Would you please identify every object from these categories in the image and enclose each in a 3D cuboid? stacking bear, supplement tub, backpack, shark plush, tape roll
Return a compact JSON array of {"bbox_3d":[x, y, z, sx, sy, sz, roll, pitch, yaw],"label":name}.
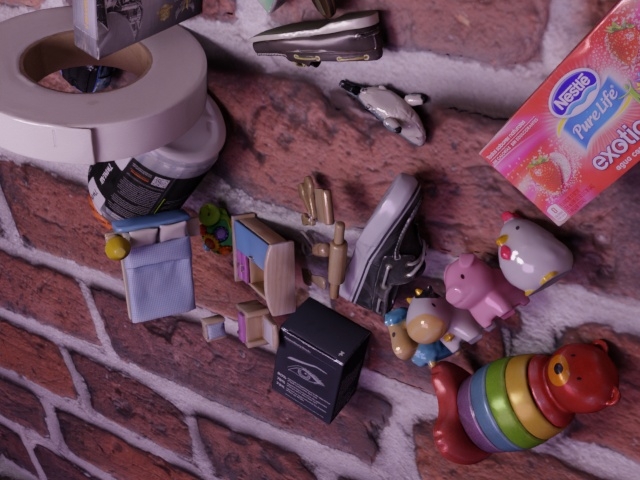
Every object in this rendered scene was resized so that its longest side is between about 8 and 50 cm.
[{"bbox_3d":[0.343,0.251,1.265,0.164,0.176,0.289,30,137,-32],"label":"stacking bear"},{"bbox_3d":[-0.319,-0.145,1.462,0.193,0.193,0.316,47,138,-1],"label":"supplement tub"},{"bbox_3d":[-0.438,-0.343,1.485,0.105,0.084,0.114,38,133,10],"label":"backpack"},{"bbox_3d":[0.090,-0.196,1.193,0.161,0.073,0.067,23,164,18],"label":"shark plush"},{"bbox_3d":[-0.377,-0.265,1.267,0.392,0.392,0.072,28,136,20],"label":"tape roll"}]

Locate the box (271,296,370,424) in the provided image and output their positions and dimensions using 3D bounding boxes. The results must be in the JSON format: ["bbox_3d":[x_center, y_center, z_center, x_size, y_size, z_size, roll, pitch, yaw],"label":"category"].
[{"bbox_3d":[-0.002,0.244,1.573,0.153,0.108,0.207,29,136,19],"label":"box"}]

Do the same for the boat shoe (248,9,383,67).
[{"bbox_3d":[-0.011,-0.294,1.173,0.227,0.081,0.069,2,119,35],"label":"boat shoe"}]

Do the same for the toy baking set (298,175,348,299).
[{"bbox_3d":[0.002,0.003,1.370,0.197,0.030,0.256,-121,26,-51],"label":"toy baking set"}]

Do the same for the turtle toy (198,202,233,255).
[{"bbox_3d":[-0.208,-0.021,1.564,0.095,0.066,0.130,13,129,32],"label":"turtle toy"}]

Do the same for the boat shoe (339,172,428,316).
[{"bbox_3d":[0.125,0.014,1.299,0.119,0.121,0.335,30,148,8],"label":"boat shoe"}]

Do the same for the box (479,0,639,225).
[{"bbox_3d":[0.349,-0.177,0.918,0.142,0.154,0.300,43,140,4],"label":"box"}]

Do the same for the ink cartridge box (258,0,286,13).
[{"bbox_3d":[-0.117,-0.450,1.100,0.225,0.056,0.181,47,170,-4],"label":"ink cartridge box"}]

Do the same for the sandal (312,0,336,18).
[{"bbox_3d":[0.001,-0.420,1.081,0.090,0.060,0.220,-126,21,-63],"label":"sandal"}]

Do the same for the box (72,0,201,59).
[{"bbox_3d":[-0.275,-0.403,1.191,0.056,0.231,0.183,33,137,20],"label":"box"}]

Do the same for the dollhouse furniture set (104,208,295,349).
[{"bbox_3d":[-0.223,0.105,1.420,0.198,0.303,0.287,-146,51,-59],"label":"dollhouse furniture set"}]

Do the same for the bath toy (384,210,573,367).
[{"bbox_3d":[0.240,0.079,1.233,0.348,0.151,0.129,-48,65,44],"label":"bath toy"}]
